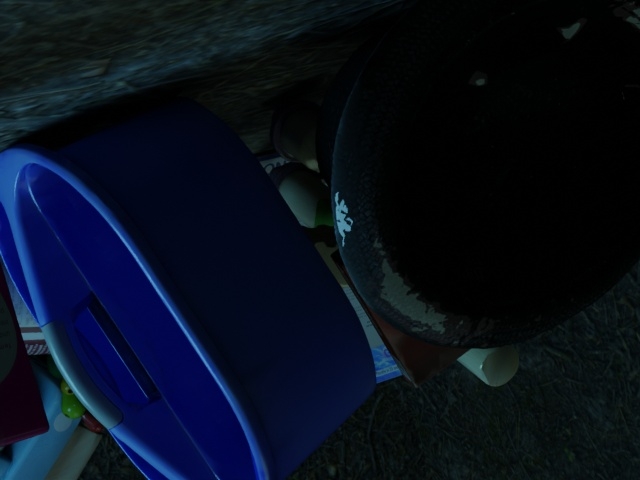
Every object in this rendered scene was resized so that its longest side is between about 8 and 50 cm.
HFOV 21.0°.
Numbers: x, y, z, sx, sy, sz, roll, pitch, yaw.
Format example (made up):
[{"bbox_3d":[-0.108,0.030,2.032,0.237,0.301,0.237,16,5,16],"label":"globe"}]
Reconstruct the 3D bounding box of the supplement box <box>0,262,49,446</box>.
[{"bbox_3d":[-0.266,0.035,1.054,0.114,0.220,0.111,-23,172,40],"label":"supplement box"}]

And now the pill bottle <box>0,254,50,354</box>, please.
[{"bbox_3d":[-0.244,0.037,1.463,0.221,0.121,0.121,-1,168,-25],"label":"pill bottle"}]

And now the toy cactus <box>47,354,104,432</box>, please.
[{"bbox_3d":[-0.284,0.100,2.030,0.180,0.219,0.112,25,170,-21],"label":"toy cactus"}]

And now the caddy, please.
[{"bbox_3d":[-0.121,0.060,1.313,0.179,0.341,0.241,-35,-177,-29],"label":"caddy"}]

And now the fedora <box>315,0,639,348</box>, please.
[{"bbox_3d":[0.117,-0.085,1.259,0.334,0.334,0.152,-15,-153,-32],"label":"fedora"}]

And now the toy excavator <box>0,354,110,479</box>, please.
[{"bbox_3d":[-0.439,0.208,2.092,0.445,0.222,0.433,32,179,-45],"label":"toy excavator"}]

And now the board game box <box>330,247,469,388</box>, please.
[{"bbox_3d":[0.156,-0.014,1.406,0.281,0.145,0.027,-36,-146,-7],"label":"board game box"}]

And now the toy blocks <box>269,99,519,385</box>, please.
[{"bbox_3d":[0.029,-0.038,1.592,0.288,0.309,0.260,-3,-158,-25],"label":"toy blocks"}]

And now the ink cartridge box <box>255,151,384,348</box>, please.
[{"bbox_3d":[0.003,0.000,1.863,0.324,0.071,0.330,-14,133,-29],"label":"ink cartridge box"}]

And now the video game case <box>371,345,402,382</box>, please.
[{"bbox_3d":[0.103,0.046,2.238,0.269,0.244,0.061,-22,176,32],"label":"video game case"}]
